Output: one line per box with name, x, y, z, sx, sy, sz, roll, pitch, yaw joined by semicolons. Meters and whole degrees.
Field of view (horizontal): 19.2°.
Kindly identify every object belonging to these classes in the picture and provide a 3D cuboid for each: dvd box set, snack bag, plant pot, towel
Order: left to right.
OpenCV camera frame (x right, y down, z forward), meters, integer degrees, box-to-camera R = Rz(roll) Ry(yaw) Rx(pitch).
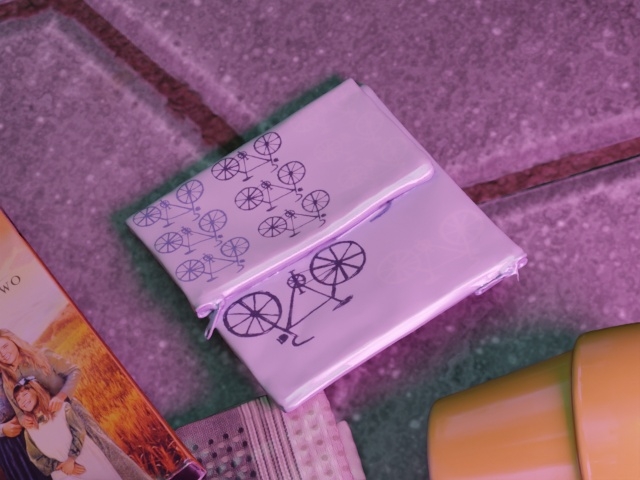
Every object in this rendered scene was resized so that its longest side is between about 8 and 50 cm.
dvd box set;-0.361;0.179;1.986;0.308;0.062;0.420;-38;65;-5
towel;-0.089;0.331;1.936;0.312;0.056;0.324;-20;70;4
snack bag;0.000;0.000;2.042;0.323;0.037;0.342;-31;52;-11
plant pot;0.240;0.219;1.880;0.239;0.254;0.254;-9;66;16
